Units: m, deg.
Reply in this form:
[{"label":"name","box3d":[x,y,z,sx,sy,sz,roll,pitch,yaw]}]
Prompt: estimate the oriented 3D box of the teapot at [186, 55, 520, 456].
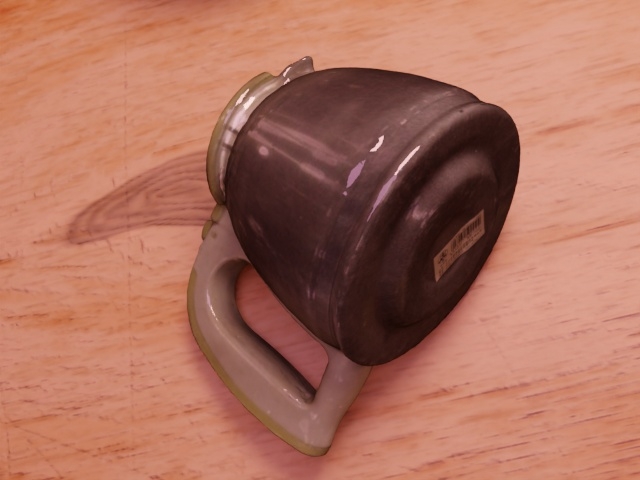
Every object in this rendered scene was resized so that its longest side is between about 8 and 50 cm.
[{"label":"teapot","box3d":[0.016,-0.012,0.814,0.239,0.322,0.239,32,43,31]}]
